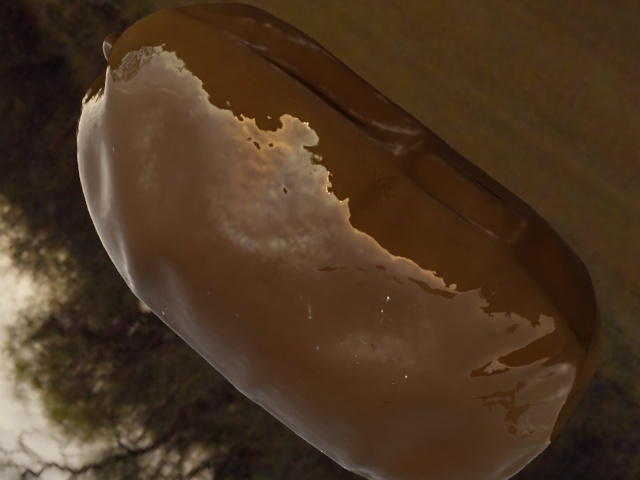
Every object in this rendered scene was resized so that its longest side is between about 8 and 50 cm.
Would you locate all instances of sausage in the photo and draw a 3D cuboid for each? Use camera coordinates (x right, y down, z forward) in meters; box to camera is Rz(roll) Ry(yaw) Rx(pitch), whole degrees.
[{"bbox_3d":[0.000,0.000,0.495,0.241,0.136,0.120,37,-144,8],"label":"sausage"}]
